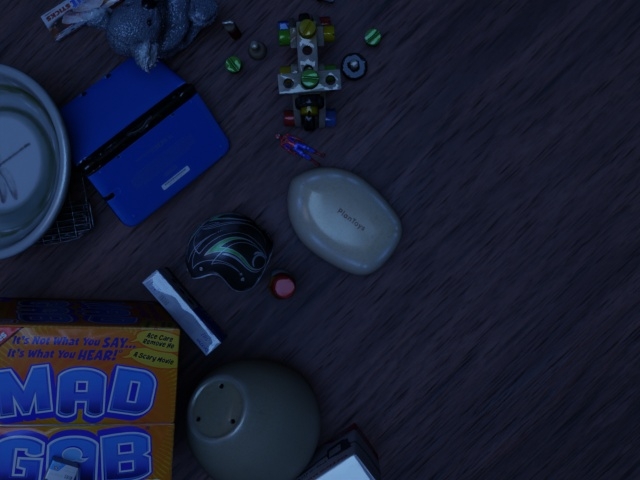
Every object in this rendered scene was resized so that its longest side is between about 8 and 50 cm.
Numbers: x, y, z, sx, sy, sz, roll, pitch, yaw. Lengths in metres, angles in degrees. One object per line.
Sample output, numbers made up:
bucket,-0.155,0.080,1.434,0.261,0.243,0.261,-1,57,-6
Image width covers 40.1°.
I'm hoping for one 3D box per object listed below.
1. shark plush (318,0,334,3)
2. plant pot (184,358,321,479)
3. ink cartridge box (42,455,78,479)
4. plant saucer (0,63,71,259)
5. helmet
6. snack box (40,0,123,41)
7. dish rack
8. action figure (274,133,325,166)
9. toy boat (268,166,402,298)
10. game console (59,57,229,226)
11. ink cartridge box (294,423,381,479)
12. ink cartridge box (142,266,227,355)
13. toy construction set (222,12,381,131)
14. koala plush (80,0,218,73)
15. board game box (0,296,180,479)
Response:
shark plush,-0.048,-0.542,1.859,0.161,0.067,0.073,43,93,0
plant pot,-0.165,0.361,1.784,0.284,0.191,0.284,-10,64,20
ink cartridge box,-0.464,0.427,1.538,0.048,0.028,0.083,24,87,-18
plant saucer,-0.663,-0.159,1.799,0.401,0.100,0.400,1,93,19
helmet,-0.198,0.022,1.846,0.162,0.169,0.169,29,94,-15
snack box,-0.514,-0.504,1.900,0.178,0.022,0.064,-31,90,4
dish rack,-0.596,-0.126,1.899,0.208,0.074,0.271,-8,94,4
action figure,-0.048,-0.202,1.896,0.115,0.030,0.038,28,98,2
toy boat,0.000,0.000,1.859,0.267,0.148,0.318,42,86,-5
game console,-0.390,-0.220,1.870,0.293,0.173,0.250,-41,122,-14
ink cartridge box,0.030,0.493,1.820,0.172,0.237,0.100,-35,91,3
ink cartridge box,-0.290,0.150,1.886,0.046,0.097,0.207,-41,90,3
toy construction set,-0.062,-0.372,1.783,0.309,0.237,0.257,22,93,1
koala plush,-0.357,-0.435,1.772,0.196,0.221,0.203,40,128,-6
board game box,-0.487,0.314,1.725,0.357,0.356,0.356,3,93,-18
